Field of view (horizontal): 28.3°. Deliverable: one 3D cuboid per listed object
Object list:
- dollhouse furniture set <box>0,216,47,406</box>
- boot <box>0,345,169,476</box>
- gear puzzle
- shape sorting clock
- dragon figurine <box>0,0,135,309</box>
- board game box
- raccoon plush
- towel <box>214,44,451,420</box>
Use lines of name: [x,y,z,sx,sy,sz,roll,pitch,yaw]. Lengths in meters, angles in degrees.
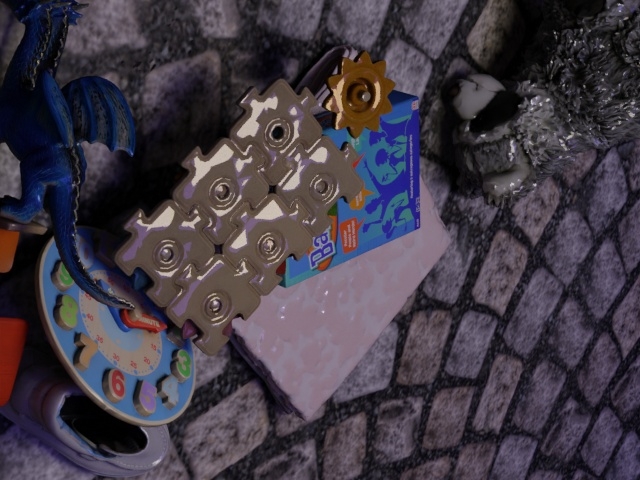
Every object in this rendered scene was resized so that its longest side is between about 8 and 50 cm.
dollhouse furniture set: [-0.349,0.094,1.024,0.259,0.135,0.262,8,100,-50]
boot: [-0.207,0.187,1.233,0.258,0.123,0.095,37,78,-49]
gear puzzle: [-0.054,-0.063,1.240,0.339,0.044,0.175,-48,125,-12]
shape sorting clock: [-0.186,0.077,1.187,0.040,0.206,0.206,-33,145,21]
dragon figurine: [-0.213,-0.089,1.049,0.144,0.289,0.085,-42,156,29]
board game box: [0.021,-0.059,1.367,0.210,0.047,0.160,-24,122,-37]
raccoon plush: [0.377,-0.127,1.571,0.216,0.446,0.299,34,79,-83]
towel: [0.000,0.000,1.443,0.317,0.053,0.332,-50,136,-20]
